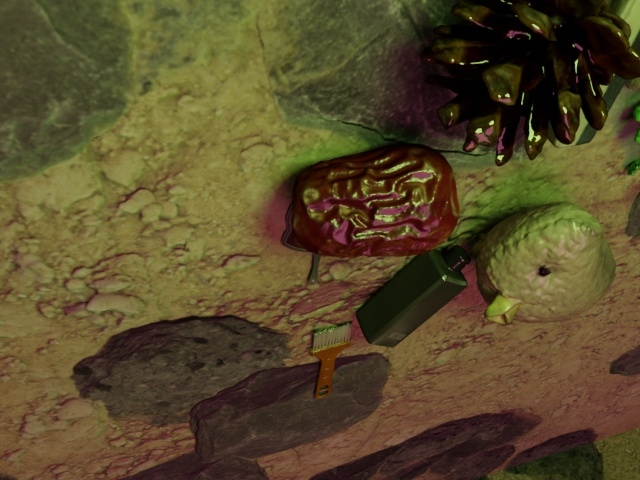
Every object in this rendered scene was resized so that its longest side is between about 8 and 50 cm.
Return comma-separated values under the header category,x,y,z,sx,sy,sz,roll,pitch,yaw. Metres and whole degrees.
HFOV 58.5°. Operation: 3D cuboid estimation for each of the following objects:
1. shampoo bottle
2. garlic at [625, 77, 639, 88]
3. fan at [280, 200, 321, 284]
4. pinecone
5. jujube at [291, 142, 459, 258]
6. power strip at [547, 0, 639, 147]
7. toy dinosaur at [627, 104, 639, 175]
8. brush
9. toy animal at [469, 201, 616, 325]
category,x,y,z,sx,sy,sz,roll,pitch,yaw
shampoo bottle,0.175,0.099,1.055,0.080,0.079,0.246,16,129,-40
garlic,0.479,-0.245,0.787,0.074,0.094,0.113,47,120,-8
fan,0.000,0.000,0.910,0.131,0.009,0.220,-6,139,-15
pinecone,0.219,-0.187,0.631,0.201,0.203,0.229,-25,155,12
jujube,0.073,-0.051,0.777,0.230,0.155,0.155,-5,140,-7
power strip,0.332,-0.235,0.705,0.070,0.105,0.257,-10,141,-14
toy dinosaur,0.757,-0.207,0.959,0.499,0.144,0.374,-29,130,5
brush,0.014,0.274,1.243,0.090,0.017,0.314,-10,142,-14
toy animal,0.390,0.047,1.007,0.226,0.188,0.358,-26,144,22
